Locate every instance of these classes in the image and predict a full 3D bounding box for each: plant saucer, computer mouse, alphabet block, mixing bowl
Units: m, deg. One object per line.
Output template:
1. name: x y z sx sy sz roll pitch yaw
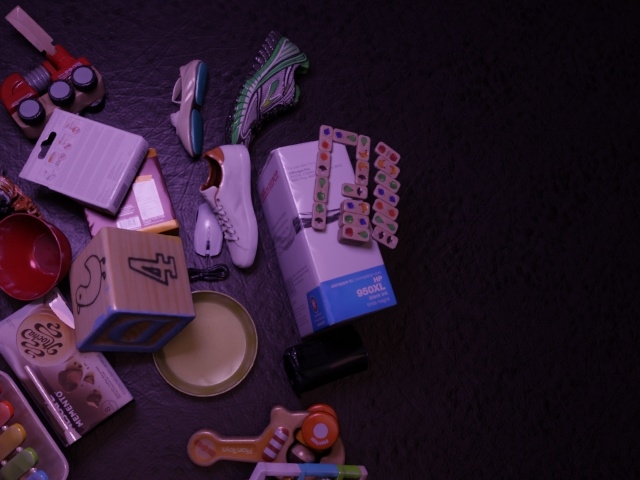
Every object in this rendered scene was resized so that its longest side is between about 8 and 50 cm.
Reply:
1. plant saucer: -0.266 0.237 1.685 0.240 0.037 0.241 2 78 -11
2. computer mouse: -0.268 -0.001 1.732 0.105 0.042 0.193 2 78 -11
3. alphabet block: -0.402 0.109 1.552 0.193 0.192 0.197 11 52 -41
4. mixing bowl: -0.600 0.031 1.554 0.181 0.098 0.182 1 94 16

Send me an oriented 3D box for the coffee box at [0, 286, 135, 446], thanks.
1. coffee box: -0.552 0.273 1.573 0.168 0.119 0.297 -34 87 -18

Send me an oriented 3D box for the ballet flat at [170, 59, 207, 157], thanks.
1. ballet flat: -0.324 -0.320 1.779 0.086 0.086 0.249 6 75 -11

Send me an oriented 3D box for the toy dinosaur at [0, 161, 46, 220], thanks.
1. toy dinosaur: -0.738 -0.086 1.602 0.321 0.164 0.219 20 59 1

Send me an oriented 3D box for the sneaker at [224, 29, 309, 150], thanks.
1. sneaker: -0.129 -0.346 1.790 0.146 0.134 0.344 28 76 -10

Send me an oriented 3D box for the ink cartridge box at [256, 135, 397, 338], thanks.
1. ink cartridge box: 0.000 0.000 1.661 0.166 0.285 0.395 -15 82 -17

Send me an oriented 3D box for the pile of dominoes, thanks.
1. pile of dominoes: 0.085 -0.115 1.542 0.195 0.040 0.251 10 73 -17

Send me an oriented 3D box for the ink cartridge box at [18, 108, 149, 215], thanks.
1. ink cartridge box: -0.511 -0.172 1.591 0.224 0.056 0.181 18 73 13

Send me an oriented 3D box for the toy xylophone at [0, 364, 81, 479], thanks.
1. toy xylophone: -0.616 0.386 1.480 0.323 0.236 0.081 47 32 8

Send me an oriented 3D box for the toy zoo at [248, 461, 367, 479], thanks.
1. toy zoo: -0.059 0.568 1.582 0.293 0.030 0.193 8 111 -21

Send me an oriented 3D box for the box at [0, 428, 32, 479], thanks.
1. box: -0.679 0.493 1.551 0.201 0.021 0.164 -33 87 -17

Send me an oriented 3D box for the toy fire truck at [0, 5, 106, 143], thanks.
1. toy fire truck: -0.654 -0.389 1.690 0.217 0.158 0.246 -38 76 -16

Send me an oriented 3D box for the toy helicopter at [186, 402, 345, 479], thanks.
1. toy helicopter: -0.121 0.486 1.636 0.354 0.140 0.235 2 86 -1

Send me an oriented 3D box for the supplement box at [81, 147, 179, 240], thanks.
1. supplement box: -0.442 -0.081 1.667 0.191 0.129 0.194 -17 82 -14

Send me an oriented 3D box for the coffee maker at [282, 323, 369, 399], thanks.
1. coffee maker: 0.017 0.274 1.666 0.178 0.171 0.120 -20 83 -15

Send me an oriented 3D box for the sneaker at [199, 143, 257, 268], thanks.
1. sneaker: -0.223 -0.073 1.693 0.123 0.105 0.290 -10 97 -35
